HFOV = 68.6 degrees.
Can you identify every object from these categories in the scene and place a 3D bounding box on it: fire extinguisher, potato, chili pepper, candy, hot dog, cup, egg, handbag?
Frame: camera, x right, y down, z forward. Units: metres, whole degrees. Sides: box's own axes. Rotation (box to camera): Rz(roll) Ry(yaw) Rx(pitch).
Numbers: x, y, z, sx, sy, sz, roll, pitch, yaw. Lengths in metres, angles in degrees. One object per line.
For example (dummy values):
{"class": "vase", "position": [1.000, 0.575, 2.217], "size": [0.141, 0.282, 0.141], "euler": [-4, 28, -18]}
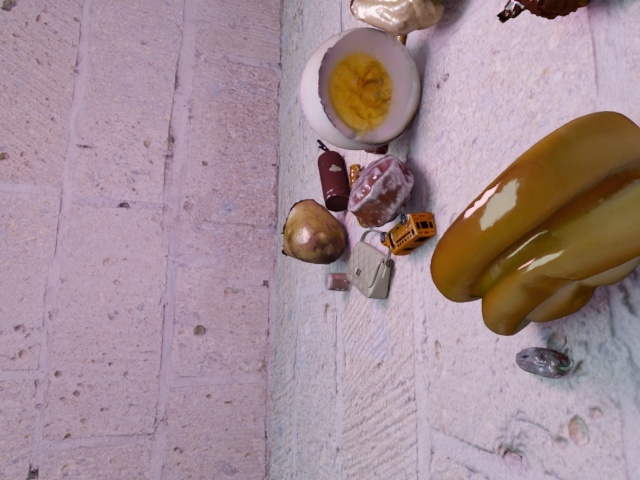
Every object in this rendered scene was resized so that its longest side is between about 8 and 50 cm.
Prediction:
{"class": "fire extinguisher", "position": [0.047, -0.288, 2.010], "size": [0.114, 0.135, 0.337], "euler": [-30, 48, 26]}
{"class": "potato", "position": [0.000, 0.000, 1.950], "size": [0.237, 0.289, 0.301], "euler": [32, 133, 34]}
{"class": "chili pepper", "position": [0.409, 0.227, 0.878], "size": [0.050, 0.041, 0.153], "euler": [-46, 10, -14]}
{"class": "candy", "position": [0.184, -0.148, 1.422], "size": [0.214, 0.157, 0.289], "euler": [-48, 10, 15]}
{"class": "hot dog", "position": [0.148, -0.172, 1.767], "size": [0.083, 0.068, 0.289], "euler": [106, 159, -53]}
{"class": "cup", "position": [0.074, 0.168, 1.868], "size": [0.102, 0.099, 0.074], "euler": [-156, 71, -72]}
{"class": "egg", "position": [0.091, -0.467, 1.503], "size": [0.340, 0.355, 0.354], "euler": [-157, 72, -67]}
{"class": "handbag", "position": [0.173, 0.068, 1.621], "size": [0.256, 0.079, 0.219], "euler": [-140, 60, -67]}

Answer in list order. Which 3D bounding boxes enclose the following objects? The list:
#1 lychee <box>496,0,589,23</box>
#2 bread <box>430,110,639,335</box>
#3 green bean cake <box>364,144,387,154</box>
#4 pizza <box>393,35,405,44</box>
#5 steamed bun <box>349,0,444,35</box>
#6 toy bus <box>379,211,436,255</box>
{"class": "lychee", "position": [0.404, -0.481, 0.811], "size": [0.238, 0.200, 0.200], "euler": [-51, 36, 38]}
{"class": "bread", "position": [0.379, -0.011, 0.793], "size": [0.245, 0.329, 0.424], "euler": [43, 142, 14]}
{"class": "green bean cake", "position": [0.197, -0.376, 1.671], "size": [0.136, 0.056, 0.135], "euler": [-142, 59, -70]}
{"class": "pizza", "position": [0.248, -0.711, 1.597], "size": [0.134, 0.046, 0.175], "euler": [129, 142, -61]}
{"class": "steamed bun", "position": [0.254, -0.735, 1.263], "size": [0.324, 0.230, 0.372], "euler": [61, 141, 17]}
{"class": "toy bus", "position": [0.251, -0.014, 1.366], "size": [0.194, 0.083, 0.088], "euler": [131, 131, -60]}
